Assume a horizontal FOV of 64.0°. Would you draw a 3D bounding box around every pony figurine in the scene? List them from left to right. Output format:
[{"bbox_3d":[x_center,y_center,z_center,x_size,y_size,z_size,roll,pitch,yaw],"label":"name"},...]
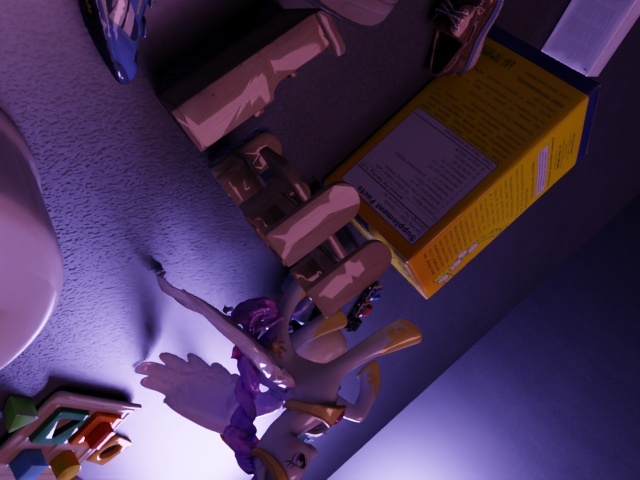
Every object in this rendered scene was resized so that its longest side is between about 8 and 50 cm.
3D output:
[{"bbox_3d":[-0.069,0.185,0.762,0.363,0.351,0.302,-42,161,-42],"label":"pony figurine"}]

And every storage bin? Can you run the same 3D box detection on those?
[{"bbox_3d":[0.000,0.000,0.767,0.091,0.135,0.098,-31,150,2],"label":"storage bin"}]

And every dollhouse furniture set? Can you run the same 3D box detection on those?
[{"bbox_3d":[-0.024,-0.088,0.539,0.161,0.212,0.242,-37,123,-6],"label":"dollhouse furniture set"}]

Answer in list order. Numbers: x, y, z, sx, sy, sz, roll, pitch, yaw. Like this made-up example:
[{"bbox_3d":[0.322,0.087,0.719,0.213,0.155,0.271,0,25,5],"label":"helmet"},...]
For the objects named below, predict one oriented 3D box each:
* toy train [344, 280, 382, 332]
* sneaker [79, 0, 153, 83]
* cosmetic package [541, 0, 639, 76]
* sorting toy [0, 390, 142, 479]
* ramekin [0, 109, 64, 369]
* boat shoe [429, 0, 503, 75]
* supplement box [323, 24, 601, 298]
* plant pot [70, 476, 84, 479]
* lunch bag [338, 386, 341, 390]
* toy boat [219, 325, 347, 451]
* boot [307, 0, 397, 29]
[{"bbox_3d":[0.098,0.154,1.166,0.027,0.036,0.158,-9,136,-45],"label":"toy train"},{"bbox_3d":[-0.154,-0.191,0.402,0.059,0.053,0.144,-26,148,-30],"label":"sneaker"},{"bbox_3d":[0.480,-0.401,0.840,0.061,0.099,0.239,-14,140,-40],"label":"cosmetic package"},{"bbox_3d":[-0.391,0.314,0.780,0.196,0.047,0.347,-42,151,-1],"label":"sorting toy"},{"bbox_3d":[-0.335,0.015,0.369,0.277,0.135,0.277,-30,148,-21],"label":"ramekin"},{"bbox_3d":[0.185,-0.288,0.665,0.066,0.066,0.183,-30,148,-19],"label":"boat shoe"},{"bbox_3d":[0.218,-0.113,0.803,0.356,0.194,0.195,-42,150,0],"label":"supplement box"},{"bbox_3d":[-0.491,0.564,0.830,0.291,0.203,0.290,-29,147,-21],"label":"plant pot"},{"bbox_3d":[-0.001,0.326,1.216,0.067,0.098,0.065,-24,128,-26],"label":"lunch bag"},{"bbox_3d":[-0.085,0.281,1.034,0.318,0.148,0.267,-39,156,-21],"label":"toy boat"},{"bbox_3d":[0.013,-0.305,0.292,0.284,0.138,0.378,-41,152,30],"label":"boot"}]
